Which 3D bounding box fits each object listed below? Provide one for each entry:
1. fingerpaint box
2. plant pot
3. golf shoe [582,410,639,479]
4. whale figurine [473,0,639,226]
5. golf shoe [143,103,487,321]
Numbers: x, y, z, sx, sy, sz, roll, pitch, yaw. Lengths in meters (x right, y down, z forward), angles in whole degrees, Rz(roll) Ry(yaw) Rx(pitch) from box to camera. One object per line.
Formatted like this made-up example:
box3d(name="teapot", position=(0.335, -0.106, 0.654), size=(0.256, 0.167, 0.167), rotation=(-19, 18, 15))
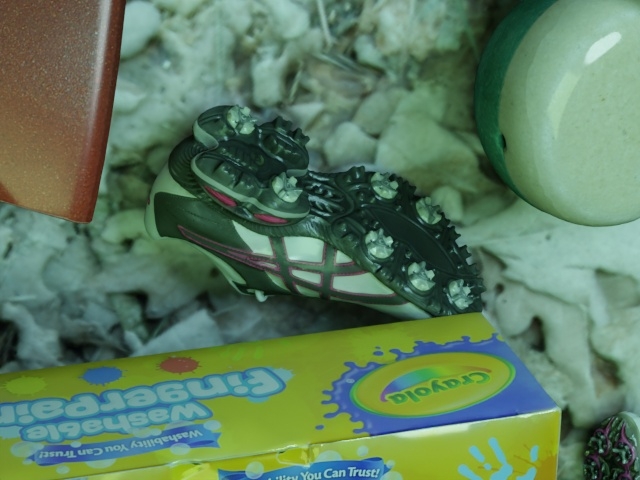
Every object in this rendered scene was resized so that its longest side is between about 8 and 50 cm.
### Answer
box3d(name="fingerpaint box", position=(-0.072, 0.269, 1.266), size=(0.445, 0.163, 0.371), rotation=(-7, 115, -15))
box3d(name="plant pot", position=(-0.244, -0.185, 1.127), size=(0.267, 0.267, 0.236), rotation=(17, 101, -14))
box3d(name="golf shoe", position=(0.271, 0.218, 1.487), size=(0.086, 0.067, 0.186), rotation=(-24, 118, -26))
box3d(name="whale figurine", position=(0.231, -0.123, 1.287), size=(0.272, 0.141, 0.216), rotation=(-25, 119, -21))
box3d(name="golf shoe", position=(0.000, 0.000, 1.338), size=(0.273, 0.105, 0.120), rotation=(30, 132, -19))
